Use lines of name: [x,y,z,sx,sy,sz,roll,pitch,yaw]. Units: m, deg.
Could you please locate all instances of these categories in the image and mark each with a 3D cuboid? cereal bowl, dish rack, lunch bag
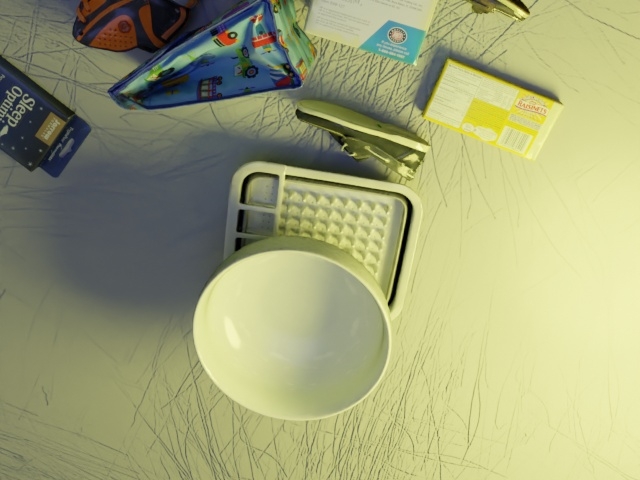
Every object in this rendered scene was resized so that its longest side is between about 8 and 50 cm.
cereal bowl: [-0.044,0.137,1.246,0.339,0.141,0.338,2,115,4]
dish rack: [0.000,0.000,1.292,0.333,0.072,0.285,9,115,1]
lunch bag: [-0.170,-0.269,1.098,0.294,0.221,0.138,-18,112,13]

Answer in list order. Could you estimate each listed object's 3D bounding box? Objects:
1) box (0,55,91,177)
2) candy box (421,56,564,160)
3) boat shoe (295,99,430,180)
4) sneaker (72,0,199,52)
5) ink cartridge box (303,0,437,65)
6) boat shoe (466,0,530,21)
box: [-0.530,-0.218,1.262,0.225,0.036,0.136,38,113,-13]
candy box: [0.281,-0.215,1.186,0.206,0.027,0.105,21,113,-5]
boat shoe: [0.063,-0.168,1.199,0.233,0.084,0.079,21,115,-8]
sneaker: [-0.361,-0.408,1.105,0.321,0.124,0.180,39,112,-12]
ink cartridge box: [0.092,-0.402,1.037,0.171,0.168,0.232,17,116,-3]
boat shoe: [0.247,-0.373,1.104,0.152,0.056,0.049,30,125,-4]
